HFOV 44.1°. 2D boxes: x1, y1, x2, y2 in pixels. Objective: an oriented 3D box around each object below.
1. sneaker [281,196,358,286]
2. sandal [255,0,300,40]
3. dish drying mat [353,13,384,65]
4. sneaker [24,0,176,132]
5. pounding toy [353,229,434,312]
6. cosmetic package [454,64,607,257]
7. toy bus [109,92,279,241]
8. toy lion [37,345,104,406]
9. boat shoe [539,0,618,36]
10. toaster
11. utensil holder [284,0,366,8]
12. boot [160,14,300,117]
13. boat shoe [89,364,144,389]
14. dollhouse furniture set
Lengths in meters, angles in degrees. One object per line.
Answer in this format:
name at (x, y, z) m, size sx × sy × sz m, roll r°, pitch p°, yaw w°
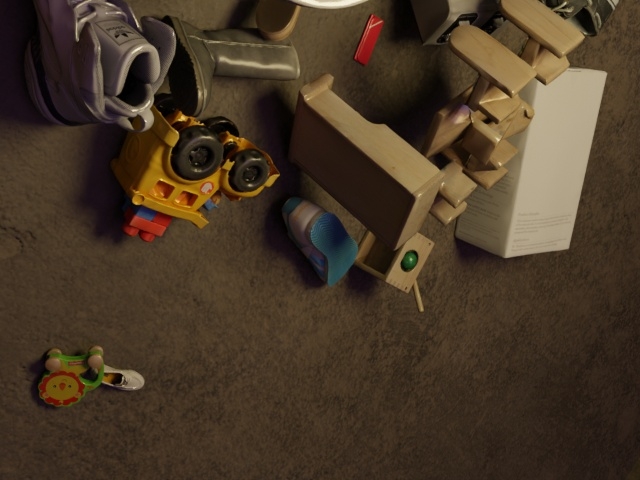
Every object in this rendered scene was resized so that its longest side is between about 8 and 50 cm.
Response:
sneaker at (0.000, 0.000, 1.419) m, size 0.087 × 0.092 × 0.229 m, roll -47°, pitch 148°, yaw -16°
sandal at (-0.034, -0.407, 1.244) m, size 0.079 × 0.088 × 0.240 m, roll 68°, pitch 43°, yaw -71°
dish drying mat at (0.085, -0.352, 1.389) m, size 0.032 × 0.008 × 0.083 m, roll 17°, pitch 97°, yaw -41°
sneaker at (-0.287, -0.308, 0.983) m, size 0.137 × 0.210 × 0.366 m, roll -25°, pitch 123°, yaw -42°
pounding toy at (0.150, 0.042, 1.507) m, size 0.100 × 0.141 × 0.130 m, roll 28°, pitch 90°, yaw -41°
cosmetic package at (0.428, -0.173, 1.626) m, size 0.217 × 0.156 × 0.385 m, roll -4°, pitch 109°, yaw -36°
toy bus at (-0.205, -0.089, 1.199) m, size 0.220 × 0.149 × 0.212 m, roll 19°, pitch 109°, yaw -43°
toy lion at (-0.387, 0.215, 1.230) m, size 0.100 × 0.034 × 0.096 m, roll -3°, pitch 114°, yaw -14°
boat shoe at (0.491, -0.491, 1.565) m, size 0.335 × 0.121 × 0.119 m, roll 11°, pitch 97°, yaw -41°
toaster at (0.242, -0.442, 1.370) m, size 0.168 × 0.110 × 0.186 m, roll -12°, pitch 83°, yaw -27°
utensil holder at (-0.090, -0.467, 0.965) m, size 0.327 × 0.385 × 0.328 m, roll -14°, pitch 116°, yaw -31°
boot at (-0.125, -0.255, 1.181) m, size 0.208 × 0.190 × 0.076 m, roll 4°, pitch 149°, yaw -39°
boat shoe at (-0.327, 0.227, 1.290) m, size 0.100 × 0.035 × 0.035 m, roll 31°, pitch 88°, yaw -40°
dollhouse furniture set at (0.176, -0.209, 1.346) m, size 0.394 × 0.256 × 0.362 m, roll -38°, pitch 161°, yaw -28°
